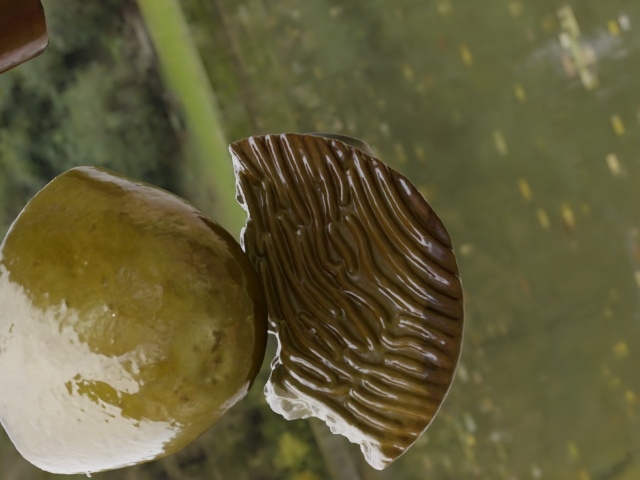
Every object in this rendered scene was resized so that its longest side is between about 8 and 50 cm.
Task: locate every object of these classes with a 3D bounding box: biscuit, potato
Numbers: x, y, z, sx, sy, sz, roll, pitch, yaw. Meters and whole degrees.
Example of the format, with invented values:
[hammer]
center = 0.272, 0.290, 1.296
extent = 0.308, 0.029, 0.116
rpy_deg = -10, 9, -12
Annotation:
[biscuit]
center = 0.005, 0.029, 1.311
extent = 0.228, 0.176, 0.031
rpy_deg = 42, 180, 9
[potato]
center = -0.106, 0.059, 1.259
extent = 0.158, 0.203, 0.178
rpy_deg = 8, 159, 37

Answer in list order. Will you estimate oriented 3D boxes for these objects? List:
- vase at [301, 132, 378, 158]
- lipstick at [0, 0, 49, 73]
[vase]
center = 0.000, 0.000, 1.729
extent = 0.120, 0.120, 0.183
rpy_deg = 92, -176, -79
[lipstick]
center = -0.221, -0.025, 0.650
extent = 0.081, 0.299, 0.081
rpy_deg = 40, 146, 34
